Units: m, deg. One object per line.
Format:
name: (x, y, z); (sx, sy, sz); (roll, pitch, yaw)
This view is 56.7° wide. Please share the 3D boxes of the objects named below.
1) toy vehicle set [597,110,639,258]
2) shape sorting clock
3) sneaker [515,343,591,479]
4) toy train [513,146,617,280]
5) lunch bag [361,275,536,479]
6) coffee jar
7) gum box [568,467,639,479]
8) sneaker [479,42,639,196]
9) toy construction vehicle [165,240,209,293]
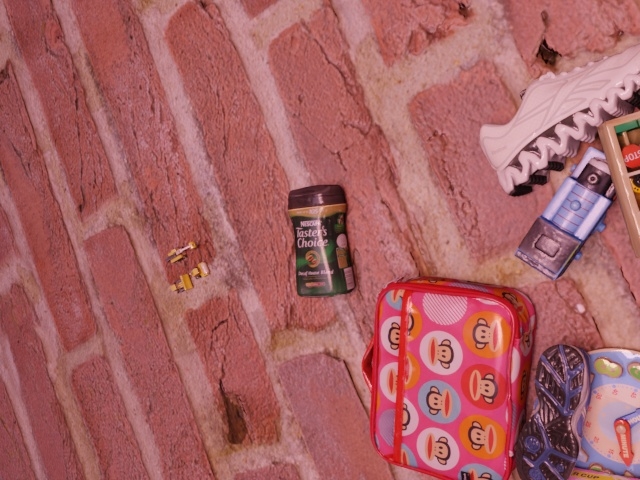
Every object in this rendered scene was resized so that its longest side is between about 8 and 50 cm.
toy vehicle set: (0.477, -0.095, 0.677); (0.266, 0.035, 0.166); (-17, 87, 9)
shape sorting clock: (0.409, 0.249, 0.805); (0.206, 0.040, 0.207); (3, 97, 29)
sneaker: (0.323, 0.241, 0.796); (0.080, 0.081, 0.211); (21, 103, 39)
toy train: (0.334, -0.034, 0.780); (0.080, 0.105, 0.184); (37, 112, 21)
lunch bag: (0.178, 0.201, 0.897); (0.258, 0.120, 0.294); (6, 97, 34)
coffee jar: (0.000, 0.000, 0.993); (0.096, 0.079, 0.185); (-5, 92, 30)
gum box: (0.362, 0.365, 0.780); (0.188, 0.107, 0.062); (-5, 117, 41)
sneaker: (0.335, -0.185, 0.771); (0.292, 0.110, 0.118); (-40, 67, 27)
toy construction vehicle: (-0.272, 0.055, 1.182); (0.098, 0.035, 0.086); (-24, 83, 30)
